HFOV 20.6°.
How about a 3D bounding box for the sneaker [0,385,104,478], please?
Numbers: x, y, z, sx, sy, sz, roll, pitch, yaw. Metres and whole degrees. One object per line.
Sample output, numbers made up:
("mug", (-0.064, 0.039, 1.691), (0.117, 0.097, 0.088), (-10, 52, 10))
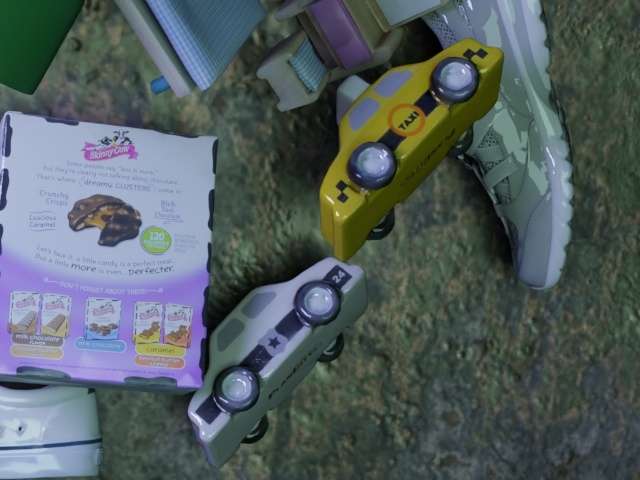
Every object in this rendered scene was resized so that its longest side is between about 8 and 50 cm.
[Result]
("sneaker", (-0.295, 0.139, 1.344), (0.258, 0.094, 0.091), (1, 82, -21))

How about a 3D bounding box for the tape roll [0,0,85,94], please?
("tape roll", (-0.310, -0.204, 1.138), (0.321, 0.321, 0.077), (29, 91, -19))

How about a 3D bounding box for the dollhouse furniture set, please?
("dollhouse furniture set", (-0.021, -0.213, 1.204), (0.198, 0.303, 0.286), (-22, 110, 28))

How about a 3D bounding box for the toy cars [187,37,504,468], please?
("toy cars", (0.000, 0.000, 1.355), (0.087, 0.176, 0.393), (39, 113, 17))

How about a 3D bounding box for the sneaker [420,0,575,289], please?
("sneaker", (0.141, -0.093, 1.430), (0.115, 0.105, 0.281), (-10, 103, 10))

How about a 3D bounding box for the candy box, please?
("candy box", (-0.169, 0.012, 1.327), (0.165, 0.070, 0.196), (6, 80, -17))
